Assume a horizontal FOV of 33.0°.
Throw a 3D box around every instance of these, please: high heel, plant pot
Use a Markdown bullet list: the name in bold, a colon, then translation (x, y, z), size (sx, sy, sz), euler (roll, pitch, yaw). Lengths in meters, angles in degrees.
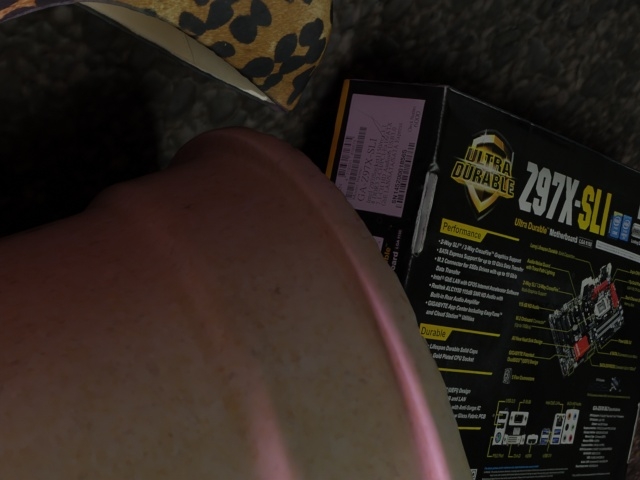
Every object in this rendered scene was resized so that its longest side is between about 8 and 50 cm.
- **high heel**: translation (-0.098, -0.075, 0.440), size (0.261, 0.093, 0.186), euler (-38, 139, -24)
- **plant pot**: translation (-0.150, 0.137, 0.449), size (0.306, 0.334, 0.333), euler (-11, 134, -26)

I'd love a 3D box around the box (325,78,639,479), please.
- **box**: translation (0.116, 0.060, 0.699), size (0.322, 0.079, 0.257), euler (11, 88, -49)
